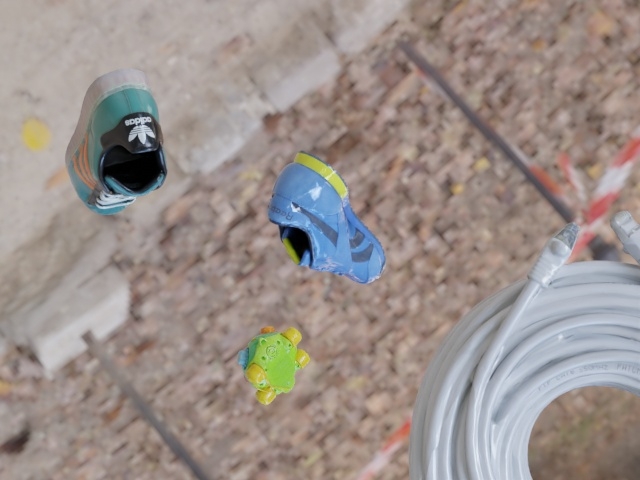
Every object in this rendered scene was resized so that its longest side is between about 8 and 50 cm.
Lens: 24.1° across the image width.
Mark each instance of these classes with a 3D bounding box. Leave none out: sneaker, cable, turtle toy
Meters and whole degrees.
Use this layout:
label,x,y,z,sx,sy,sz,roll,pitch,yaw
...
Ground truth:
label,x,y,z,sx,sy,sz,roll,pitch,yaw
sneaker,0.000,0.000,1.399,0.082,0.069,0.209,-57,150,-14
sneaker,-0.262,-0.092,1.937,0.108,0.121,0.302,-12,156,-17
cable,0.186,0.143,1.005,0.257,0.257,0.089,-44,176,-1
turtle toy,-0.068,0.168,2.008,0.095,0.066,0.130,-45,144,-22
